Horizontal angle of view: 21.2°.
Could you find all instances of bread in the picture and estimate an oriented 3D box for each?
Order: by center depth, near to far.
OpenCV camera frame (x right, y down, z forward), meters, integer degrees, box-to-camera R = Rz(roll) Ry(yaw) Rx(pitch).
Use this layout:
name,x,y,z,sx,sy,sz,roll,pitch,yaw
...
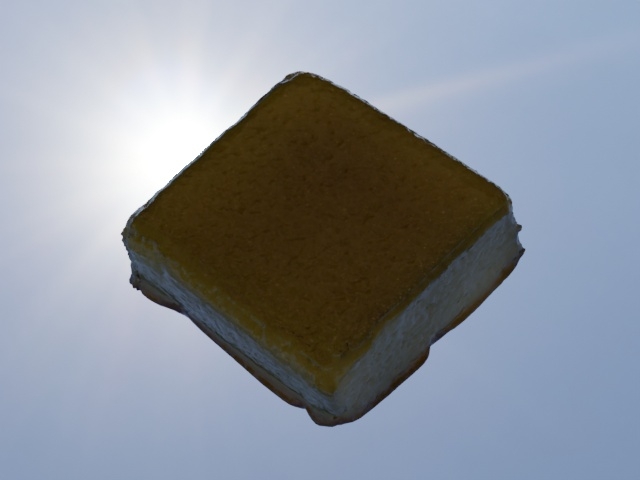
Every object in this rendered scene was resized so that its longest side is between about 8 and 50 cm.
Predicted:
name,x,y,z,sx,sy,sz,roll,pitch,yaw
bread,0.000,0.000,1.847,0.333,0.143,0.323,36,-115,27
